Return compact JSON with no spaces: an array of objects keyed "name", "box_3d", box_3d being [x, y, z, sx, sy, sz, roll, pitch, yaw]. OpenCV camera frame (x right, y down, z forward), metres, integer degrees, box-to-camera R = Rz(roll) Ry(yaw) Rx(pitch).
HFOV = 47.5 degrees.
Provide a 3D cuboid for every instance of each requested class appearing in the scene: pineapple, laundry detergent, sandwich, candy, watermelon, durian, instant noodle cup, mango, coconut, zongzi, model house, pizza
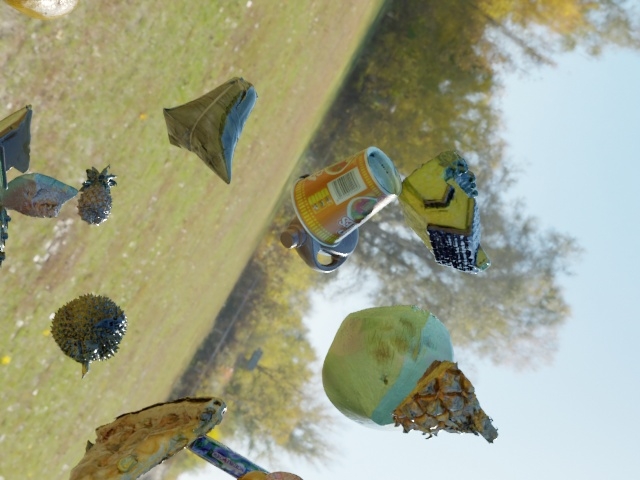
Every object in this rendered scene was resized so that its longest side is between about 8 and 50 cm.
[{"name":"pineapple","box_3d":[0.213,0.314,1.281,0.140,0.164,0.250,-38,176,-11]},{"name":"laundry detergent","box_3d":[0.000,0.000,1.731,0.237,0.076,0.171,-30,116,-49]},{"name":"pineapple","box_3d":[-0.567,-0.107,1.829,0.103,0.083,0.221,-49,-152,21]},{"name":"sandwich","box_3d":[-0.812,-0.239,1.875,0.236,0.128,0.122,-37,-138,-5]},{"name":"candy","box_3d":[-0.223,0.592,1.921,0.088,0.312,0.061,-7,-132,61]},{"name":"watermelon","box_3d":[-0.606,-0.096,1.512,0.101,0.155,0.080,67,27,-59]},{"name":"durian","box_3d":[-0.607,0.239,1.950,0.138,0.193,0.237,-33,-129,24]},{"name":"instant noodle cup","box_3d":[0.060,-0.100,1.491,0.185,0.168,0.168,-30,-161,30]},{"name":"mango","box_3d":[-0.615,-0.539,1.581,0.227,0.147,0.109,-43,123,-67]},{"name":"coconut","box_3d":[0.159,0.304,1.704,0.328,0.329,0.281,-64,169,-52]},{"name":"zongzi","box_3d":[-0.161,-0.215,1.385,0.205,0.204,0.094,-35,149,-23]},{"name":"model house","box_3d":[0.286,-0.049,1.513,0.170,0.211,0.194,-32,150,-3]},{"name":"pizza","box_3d":[-0.479,0.507,1.848,0.435,0.080,0.392,-28,-170,-25]}]

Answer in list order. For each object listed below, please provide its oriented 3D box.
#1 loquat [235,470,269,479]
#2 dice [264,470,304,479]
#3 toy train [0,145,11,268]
[{"name":"loquat","box_3d":[-0.153,0.624,1.750,0.141,0.141,0.141,-60,-177,5]},{"name":"dice","box_3d":[-0.079,0.548,1.526,0.091,0.094,0.093,-78,179,-72]},{"name":"toy train","box_3d":[-0.506,-0.043,1.059,0.225,0.090,0.137,-121,-147,-56]}]
